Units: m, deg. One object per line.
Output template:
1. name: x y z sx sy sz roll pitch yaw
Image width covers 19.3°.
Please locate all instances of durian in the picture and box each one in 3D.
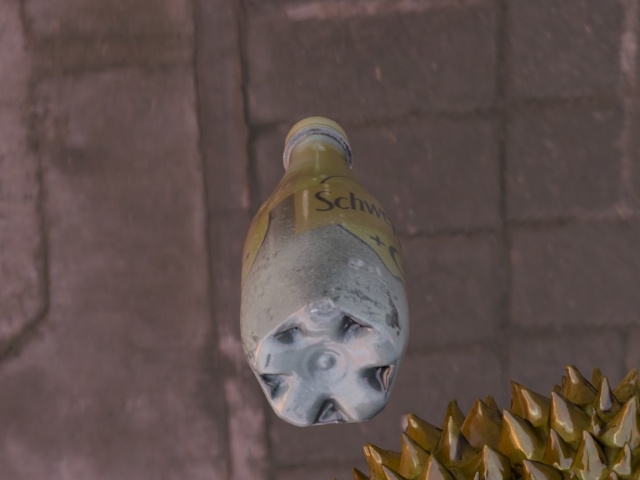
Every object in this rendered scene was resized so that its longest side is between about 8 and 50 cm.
1. durian: 0.095 0.155 0.836 0.172 0.306 0.166 -15 105 6

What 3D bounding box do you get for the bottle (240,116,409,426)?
1. bottle: 0.000 0.000 0.980 0.083 0.270 0.083 -1 117 -2
